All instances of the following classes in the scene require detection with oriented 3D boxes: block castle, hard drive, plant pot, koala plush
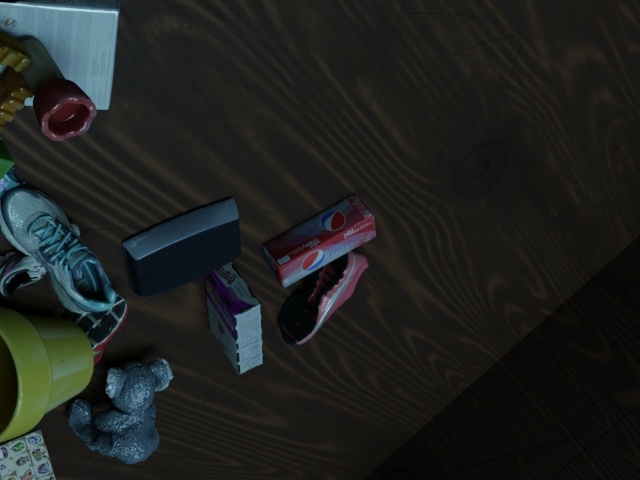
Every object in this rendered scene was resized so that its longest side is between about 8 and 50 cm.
[{"bbox_3d":[-0.571,-0.103,1.312,0.453,0.212,0.303,-43,155,17],"label":"block castle"},{"bbox_3d":[-0.283,0.021,1.934,0.255,0.054,0.172,-24,143,-22],"label":"hard drive"},{"bbox_3d":[-0.579,0.244,1.767,0.254,0.254,0.239,-54,160,21],"label":"plant pot"},{"bbox_3d":[-0.437,0.371,2.096,0.196,0.203,0.221,1,117,-45],"label":"koala plush"}]

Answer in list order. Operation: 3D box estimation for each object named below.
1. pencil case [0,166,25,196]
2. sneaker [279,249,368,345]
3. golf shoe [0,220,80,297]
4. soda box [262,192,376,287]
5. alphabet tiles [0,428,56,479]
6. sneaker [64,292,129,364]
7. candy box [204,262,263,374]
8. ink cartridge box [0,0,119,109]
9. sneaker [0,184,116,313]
[{"bbox_3d":[-0.575,-0.076,1.536,0.152,0.064,0.070,-38,-171,0],"label":"pencil case"},{"bbox_3d":[0.019,0.150,2.317,0.136,0.116,0.313,8,124,-49],"label":"sneaker"},{"bbox_3d":[-0.521,0.037,1.702,0.186,0.086,0.067,-36,146,-8],"label":"golf shoe"},{"bbox_3d":[0.000,0.000,2.153,0.263,0.083,0.092,-29,145,-14],"label":"soda box"},{"bbox_3d":[-0.710,0.574,2.110,0.198,0.009,0.237,-20,113,-28],"label":"alphabet tiles"},{"bbox_3d":[-0.495,0.208,1.939,0.279,0.107,0.118,-46,164,16],"label":"sneaker"},{"bbox_3d":[-0.198,0.175,2.100,0.071,0.159,0.233,-23,144,-21],"label":"candy box"},{"bbox_3d":[-0.440,-0.300,1.437,0.233,0.066,0.189,2,132,-18],"label":"ink cartridge box"},{"bbox_3d":[-0.454,0.014,1.628,0.110,0.122,0.283,-48,120,-26],"label":"sneaker"}]
